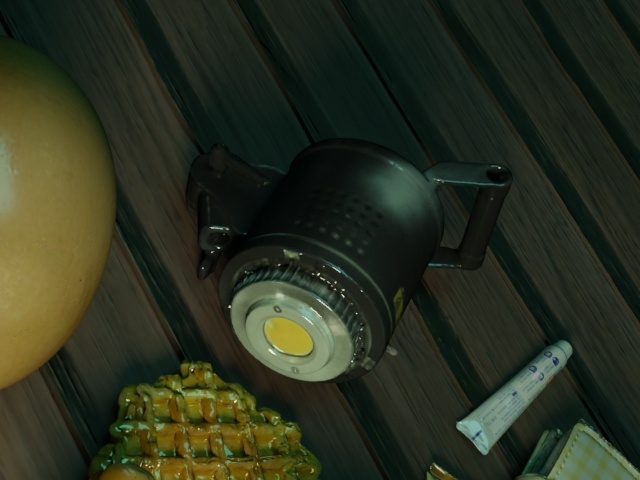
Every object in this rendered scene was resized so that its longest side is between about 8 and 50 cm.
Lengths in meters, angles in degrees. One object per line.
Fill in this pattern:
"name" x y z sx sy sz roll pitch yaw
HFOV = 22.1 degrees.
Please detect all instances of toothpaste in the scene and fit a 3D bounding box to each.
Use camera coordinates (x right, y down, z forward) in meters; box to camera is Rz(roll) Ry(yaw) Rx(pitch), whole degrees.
"toothpaste" 0.244 0.186 2.011 0.052 0.033 0.218 47 50 7

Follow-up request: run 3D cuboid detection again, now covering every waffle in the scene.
"waffle" -0.115 0.259 1.725 0.291 0.051 0.291 16 52 -22

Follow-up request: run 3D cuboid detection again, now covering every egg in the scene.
"egg" -0.354 -0.028 1.614 0.301 0.301 0.374 18 55 -20

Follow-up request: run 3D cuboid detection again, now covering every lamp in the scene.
"lamp" 0.022 0.032 1.862 0.374 0.205 0.272 9 47 -5

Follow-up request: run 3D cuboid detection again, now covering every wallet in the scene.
"wallet" 0.288 0.371 1.867 0.223 0.077 0.309 48 47 -9

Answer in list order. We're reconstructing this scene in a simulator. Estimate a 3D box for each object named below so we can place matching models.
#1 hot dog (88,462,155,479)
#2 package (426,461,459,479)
"hot dog" -0.233 0.364 1.510 0.100 0.135 0.337 25 59 -18
"package" 0.155 0.325 1.855 0.108 0.031 0.121 32 47 -10
